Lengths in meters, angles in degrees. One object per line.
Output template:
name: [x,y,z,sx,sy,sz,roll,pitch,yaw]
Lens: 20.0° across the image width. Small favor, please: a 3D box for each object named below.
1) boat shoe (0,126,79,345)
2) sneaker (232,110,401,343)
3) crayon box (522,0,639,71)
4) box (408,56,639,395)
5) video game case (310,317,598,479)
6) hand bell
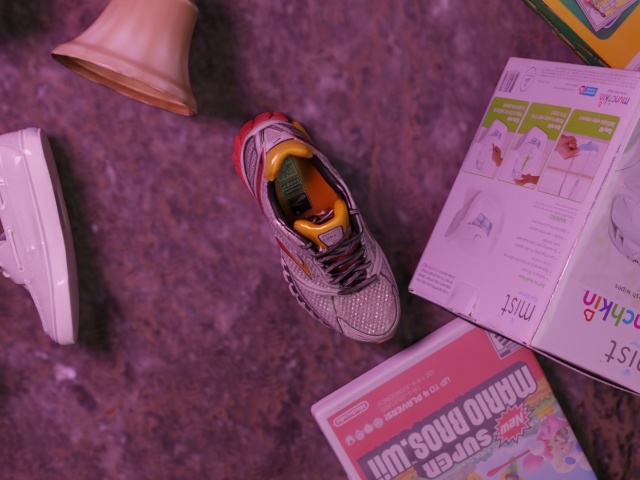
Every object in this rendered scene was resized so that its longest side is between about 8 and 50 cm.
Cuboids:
boat shoe: [-0.240,0.001,1.487,0.063,0.066,0.184,-9,110,2]
sneaker: [0.000,0.000,1.535,0.088,0.093,0.225,-35,112,-4]
crayon box: [0.239,-0.259,1.537,0.278,0.081,0.165,40,91,-21]
box: [0.206,-0.020,1.485,0.127,0.262,0.231,23,90,-20]
video game case: [0.141,0.217,1.672,0.204,0.025,0.285,-31,111,-6]
hand bell: [-0.114,-0.235,1.451,0.126,0.126,0.242,23,85,-20]
